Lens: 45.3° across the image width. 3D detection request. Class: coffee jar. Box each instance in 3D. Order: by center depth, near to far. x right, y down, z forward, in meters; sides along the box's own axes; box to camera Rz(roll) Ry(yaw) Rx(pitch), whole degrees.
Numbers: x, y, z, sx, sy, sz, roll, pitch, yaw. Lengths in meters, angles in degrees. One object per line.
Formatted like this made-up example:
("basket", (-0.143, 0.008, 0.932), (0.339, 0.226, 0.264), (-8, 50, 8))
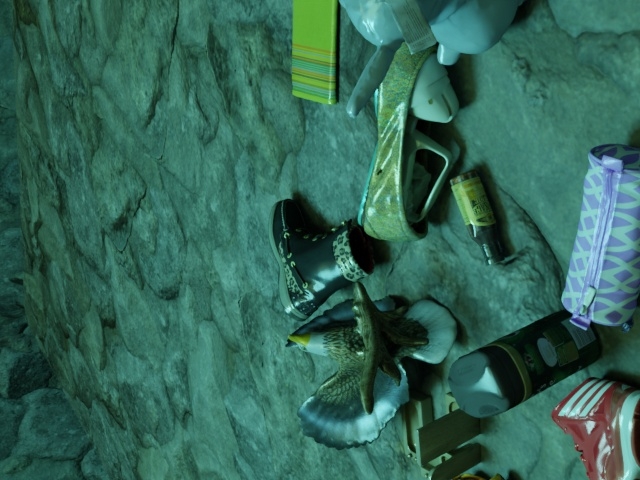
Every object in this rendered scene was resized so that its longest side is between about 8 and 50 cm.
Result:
("coffee jar", (0.245, 0.149, 0.928), (0.096, 0.184, 0.079), (-39, 71, 54))

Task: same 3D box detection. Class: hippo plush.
("hippo plush", (0.142, -0.308, 0.846), (0.234, 0.236, 0.294), (-40, 59, 43))

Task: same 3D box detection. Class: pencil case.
("pencil case", (0.319, -0.003, 0.847), (0.086, 0.088, 0.206), (27, 124, 45))

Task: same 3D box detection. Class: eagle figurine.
("eagle figurine", (0.052, 0.179, 1.210), (0.225, 0.226, 0.298), (38, 154, 10))

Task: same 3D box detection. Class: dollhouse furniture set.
("dollhouse furniture set", (0.150, 0.311, 1.189), (0.151, 0.123, 0.144), (14, 115, 52))

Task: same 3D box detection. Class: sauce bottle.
("sauce bottle", (0.213, -0.030, 1.029), (0.042, 0.042, 0.128), (-27, 84, 56))

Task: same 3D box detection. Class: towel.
("towel", (-0.006, -0.341, 1.229), (0.102, 0.021, 0.237), (24, 122, 42))

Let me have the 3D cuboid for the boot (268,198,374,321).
("boot", (0.001, 0.001, 1.314), (0.178, 0.085, 0.236), (-33, 52, 35))

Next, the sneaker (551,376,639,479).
("sneaker", (0.351, 0.271, 0.942), (0.128, 0.087, 0.221), (21, 108, 60))

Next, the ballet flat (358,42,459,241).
("ballet flat", (0.130, -0.151, 1.048), (0.123, 0.123, 0.348), (36, 130, 42))

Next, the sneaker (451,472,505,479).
("sneaker", (0.217, 0.399, 1.176), (0.215, 0.084, 0.083), (-20, 87, 46))
